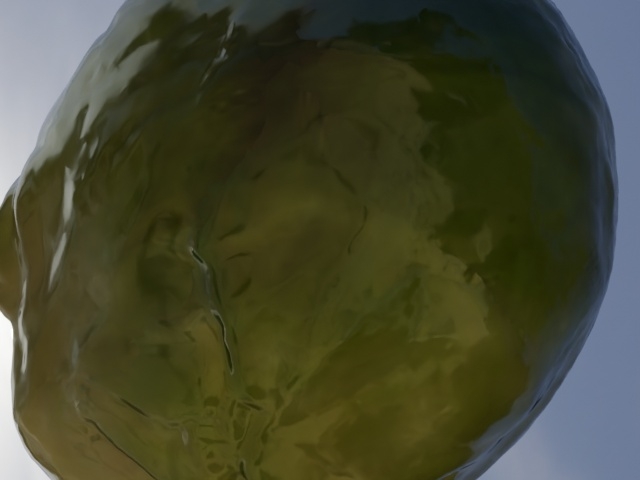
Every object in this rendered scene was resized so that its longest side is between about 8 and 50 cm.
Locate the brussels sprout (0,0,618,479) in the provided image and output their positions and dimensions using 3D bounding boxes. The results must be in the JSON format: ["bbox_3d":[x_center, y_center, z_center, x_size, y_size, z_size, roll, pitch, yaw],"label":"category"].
[{"bbox_3d":[0.000,0.000,0.927,0.344,0.268,0.344,-20,-122,35],"label":"brussels sprout"}]
